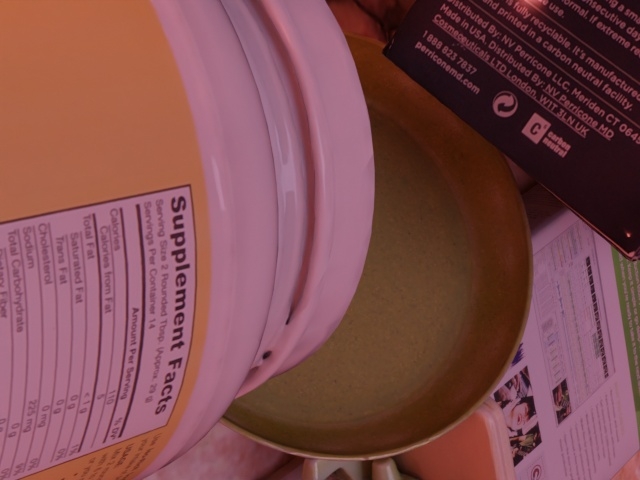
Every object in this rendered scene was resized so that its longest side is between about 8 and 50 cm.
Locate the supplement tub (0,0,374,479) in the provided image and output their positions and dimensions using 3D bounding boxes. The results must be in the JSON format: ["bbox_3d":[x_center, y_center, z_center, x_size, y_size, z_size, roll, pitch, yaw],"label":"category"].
[{"bbox_3d":[-0.166,-0.007,0.419,0.331,0.241,0.241,-15,108,-43],"label":"supplement tub"}]

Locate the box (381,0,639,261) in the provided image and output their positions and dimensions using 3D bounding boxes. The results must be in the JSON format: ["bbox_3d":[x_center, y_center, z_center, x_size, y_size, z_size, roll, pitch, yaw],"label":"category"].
[{"bbox_3d":[0.251,-0.168,0.712,0.312,0.179,0.343,-55,158,19],"label":"box"}]

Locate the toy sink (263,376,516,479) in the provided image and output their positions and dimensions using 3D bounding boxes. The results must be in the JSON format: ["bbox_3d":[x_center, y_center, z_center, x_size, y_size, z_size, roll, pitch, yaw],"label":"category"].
[{"bbox_3d":[0.024,0.203,0.714,0.131,0.153,0.234,-30,119,-38],"label":"toy sink"}]

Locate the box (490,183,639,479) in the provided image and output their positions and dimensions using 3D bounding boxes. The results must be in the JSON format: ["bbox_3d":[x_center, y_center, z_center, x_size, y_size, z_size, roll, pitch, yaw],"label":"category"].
[{"bbox_3d":[0.146,0.098,0.888,0.322,0.058,0.232,-32,119,-36],"label":"box"}]

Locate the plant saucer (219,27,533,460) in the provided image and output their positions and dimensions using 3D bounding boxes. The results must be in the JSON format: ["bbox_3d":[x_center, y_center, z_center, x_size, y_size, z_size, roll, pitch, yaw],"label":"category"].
[{"bbox_3d":[0.000,0.000,0.665,0.241,0.037,0.241,8,69,-20],"label":"plant saucer"}]
